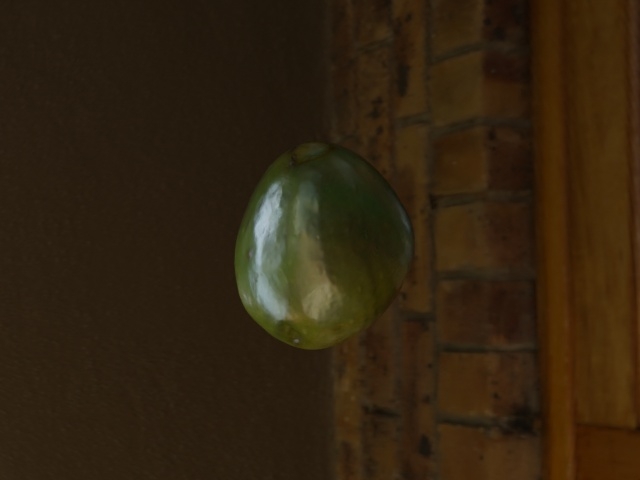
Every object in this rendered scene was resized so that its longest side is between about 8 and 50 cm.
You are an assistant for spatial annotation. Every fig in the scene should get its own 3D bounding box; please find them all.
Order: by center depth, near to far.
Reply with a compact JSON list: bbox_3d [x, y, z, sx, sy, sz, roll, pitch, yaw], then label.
[{"bbox_3d":[0.000,0.000,1.163,0.181,0.181,0.191,-20,-66,-27],"label":"fig"}]
